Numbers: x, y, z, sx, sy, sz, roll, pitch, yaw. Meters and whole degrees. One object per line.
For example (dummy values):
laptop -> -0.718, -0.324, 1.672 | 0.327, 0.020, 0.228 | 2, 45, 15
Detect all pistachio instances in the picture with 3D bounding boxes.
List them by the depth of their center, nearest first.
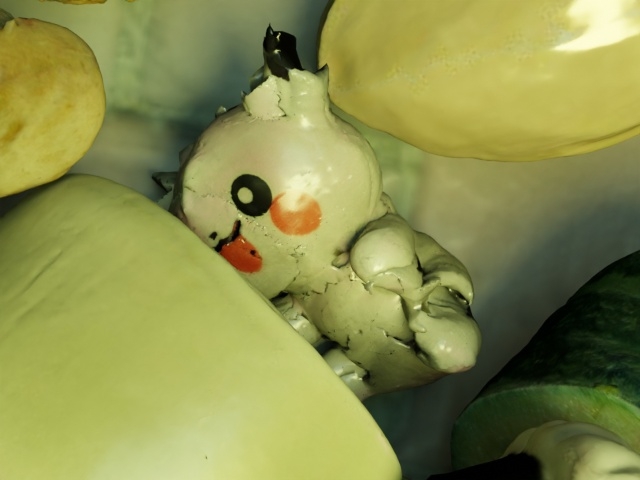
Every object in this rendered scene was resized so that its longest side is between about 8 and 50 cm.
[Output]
pistachio -> 0.107, -0.117, 0.703 | 0.229, 0.157, 0.157 | -18, 83, 6

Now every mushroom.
mushroom -> -0.246, -0.132, 0.644 | 0.351, 0.095, 0.123 | 34, 46, 22

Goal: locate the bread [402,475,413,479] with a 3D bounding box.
bread -> -0.035, 0.226, 0.628 | 0.301, 0.045, 0.301 | 0, 59, -1

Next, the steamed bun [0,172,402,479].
steamed bun -> -0.103, 0.084, 0.595 | 0.200, 0.154, 0.250 | -42, 48, -20

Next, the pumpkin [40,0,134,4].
pumpkin -> -0.121, -0.210, 0.692 | 0.190, 0.146, 0.190 | 2, 77, -10

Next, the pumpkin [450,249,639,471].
pumpkin -> 0.236, 0.110, 0.638 | 0.293, 0.263, 0.197 | 42, 67, 6

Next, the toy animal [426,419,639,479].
toy animal -> 0.093, 0.189, 0.544 | 0.204, 0.156, 0.208 | 41, 94, 14

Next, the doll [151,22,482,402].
doll -> 0.000, 0.000, 0.690 | 0.192, 0.149, 0.095 | 46, 48, -9
